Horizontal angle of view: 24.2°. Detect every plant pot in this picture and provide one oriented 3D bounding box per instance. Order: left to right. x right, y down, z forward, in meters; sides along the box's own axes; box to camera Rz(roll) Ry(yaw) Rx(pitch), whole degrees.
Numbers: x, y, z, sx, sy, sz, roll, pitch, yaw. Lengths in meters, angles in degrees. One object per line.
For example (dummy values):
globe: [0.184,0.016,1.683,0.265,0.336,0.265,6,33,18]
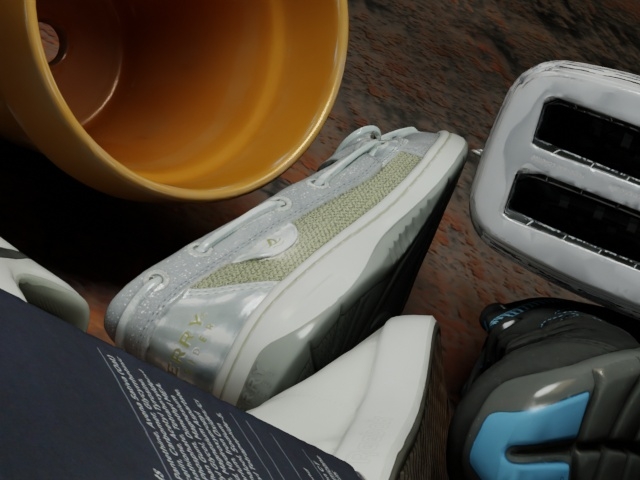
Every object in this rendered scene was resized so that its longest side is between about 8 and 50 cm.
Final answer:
plant pot: [-0.121,-0.123,0.851,0.205,0.205,0.188,3,-2,-39]

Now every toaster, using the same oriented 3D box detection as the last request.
toaster: [0.176,-0.025,0.811,0.227,0.129,0.146,24,7,19]

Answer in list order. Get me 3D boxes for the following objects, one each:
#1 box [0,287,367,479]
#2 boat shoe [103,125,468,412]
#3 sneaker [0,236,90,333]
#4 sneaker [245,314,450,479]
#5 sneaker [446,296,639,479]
box: [-0.075,0.118,0.412,0.207,0.153,0.108,35,12,-43]
boat shoe: [-0.001,0.003,0.834,0.103,0.118,0.320,28,32,11]
sneaker: [-0.170,0.065,0.537,0.146,0.122,0.330,23,25,0]
sneaker: [-0.006,0.096,0.658,0.123,0.105,0.290,-6,4,13]
sneaker: [0.120,0.094,0.749,0.140,0.125,0.341,25,5,25]
